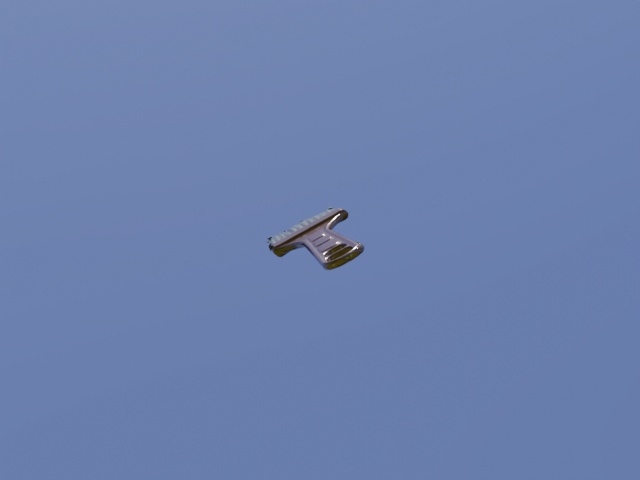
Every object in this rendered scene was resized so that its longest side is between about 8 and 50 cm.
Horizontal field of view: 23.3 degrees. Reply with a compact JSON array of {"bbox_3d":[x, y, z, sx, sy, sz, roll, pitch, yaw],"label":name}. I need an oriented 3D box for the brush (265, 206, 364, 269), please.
[{"bbox_3d":[0.000,0.000,1.557,0.090,0.314,0.017,-30,-80,-4],"label":"brush"}]
